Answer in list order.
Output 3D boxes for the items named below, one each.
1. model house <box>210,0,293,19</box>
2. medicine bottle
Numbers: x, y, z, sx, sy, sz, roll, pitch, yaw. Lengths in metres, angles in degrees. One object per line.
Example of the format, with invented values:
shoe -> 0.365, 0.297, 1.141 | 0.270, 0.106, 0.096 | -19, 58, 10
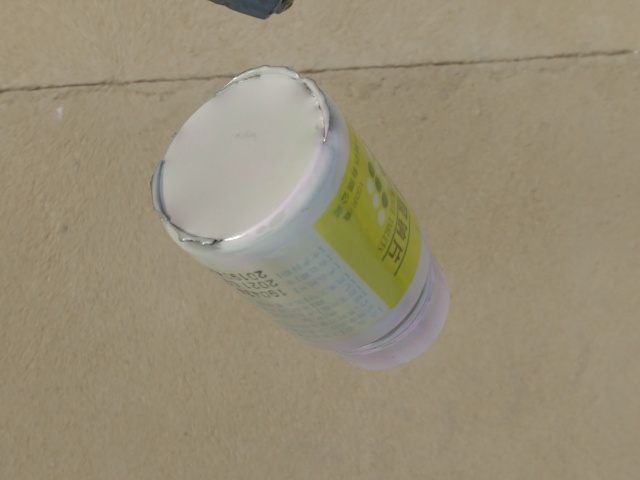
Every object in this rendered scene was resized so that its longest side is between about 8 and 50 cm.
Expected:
model house -> -0.103, -0.467, 0.868 | 0.334, 0.343, 0.382 | 17, 107, -16
medicine bottle -> 0.000, 0.000, 0.900 | 0.213, 0.213, 0.379 | -46, 141, -2
